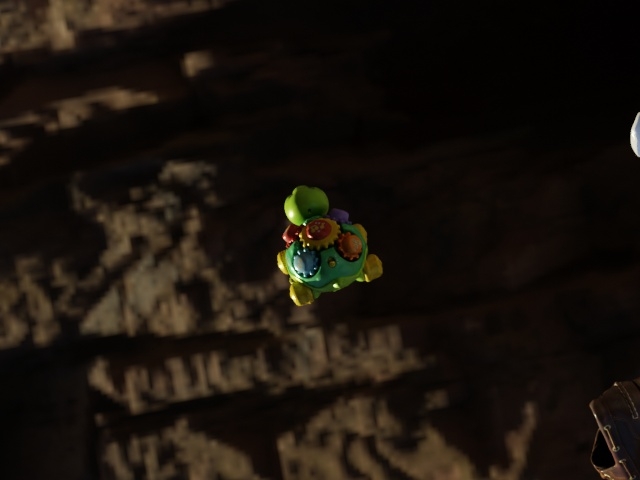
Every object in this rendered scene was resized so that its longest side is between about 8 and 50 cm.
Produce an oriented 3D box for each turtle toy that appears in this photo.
[{"bbox_3d":[0.000,0.000,1.639,0.095,0.066,0.130,-21,-136,-3],"label":"turtle toy"}]

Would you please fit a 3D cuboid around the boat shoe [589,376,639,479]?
[{"bbox_3d":[0.318,0.217,1.757,0.073,0.073,0.207,-24,138,-6],"label":"boat shoe"}]

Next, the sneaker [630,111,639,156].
[{"bbox_3d":[0.493,-0.171,1.761,0.182,0.315,0.127,43,-164,32],"label":"sneaker"}]
